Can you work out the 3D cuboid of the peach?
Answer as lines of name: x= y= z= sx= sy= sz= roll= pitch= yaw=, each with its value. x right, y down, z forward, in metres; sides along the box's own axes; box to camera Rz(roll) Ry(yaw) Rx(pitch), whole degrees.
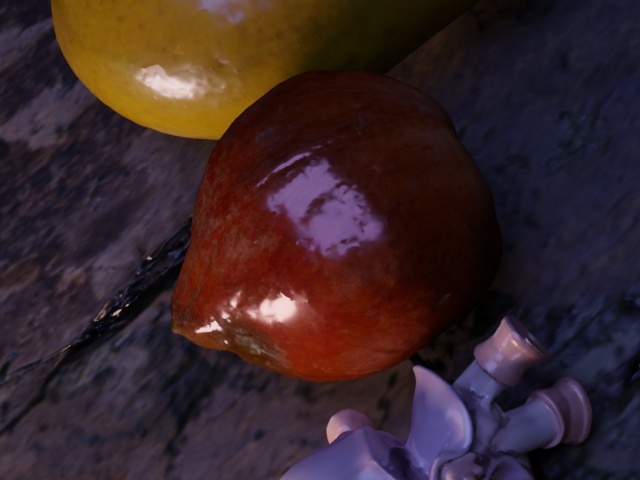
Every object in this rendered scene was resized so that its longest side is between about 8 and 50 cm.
peach: x=0.000 y=0.000 z=1.425 sx=0.257 sy=0.232 sz=0.232 roll=-23 pitch=57 yaw=-8

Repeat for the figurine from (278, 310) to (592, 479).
figurine: x=0.067 y=0.174 z=1.367 sx=0.276 sy=0.133 sz=0.200 roll=-41 pitch=53 yaw=1

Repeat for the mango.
mango: x=-0.007 y=-0.243 z=1.553 sx=0.445 sy=0.220 sz=0.301 roll=-18 pitch=53 yaw=14
